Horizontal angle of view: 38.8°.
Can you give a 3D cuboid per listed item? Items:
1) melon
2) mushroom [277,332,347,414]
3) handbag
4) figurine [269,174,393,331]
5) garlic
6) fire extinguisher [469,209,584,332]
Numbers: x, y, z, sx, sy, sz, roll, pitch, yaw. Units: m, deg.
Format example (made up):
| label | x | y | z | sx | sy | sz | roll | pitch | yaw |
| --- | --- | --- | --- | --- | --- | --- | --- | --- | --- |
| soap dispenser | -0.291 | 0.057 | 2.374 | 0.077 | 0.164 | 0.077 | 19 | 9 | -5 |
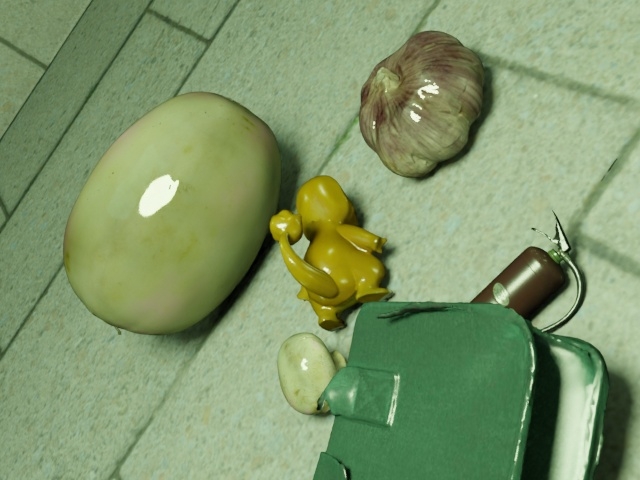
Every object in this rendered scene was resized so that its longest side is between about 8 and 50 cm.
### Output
| label | x | y | z | sx | sy | sz | roll | pitch | yaw |
| --- | --- | --- | --- | --- | --- | --- | --- | --- | --- |
| melon | -0.178 | -0.029 | 1.100 | 0.317 | 0.223 | 0.223 | -58 | 34 | 5 |
| mushroom | -0.008 | 0.130 | 0.898 | 0.067 | 0.083 | 0.083 | -19 | 31 | -16 |
| handbag | 0.074 | 0.210 | 0.677 | 0.238 | 0.089 | 0.326 | -3 | 71 | 55 |
| figurine | -0.003 | -0.003 | 0.948 | 0.121 | 0.122 | 0.176 | -39 | 39 | 29 |
| garlic | 0.102 | -0.147 | 0.950 | 0.147 | 0.102 | 0.159 | -6 | 59 | 48 |
| fire extinguisher | 0.164 | 0.056 | 0.768 | 0.157 | 0.045 | 0.078 | -46 | 64 | 15 |
